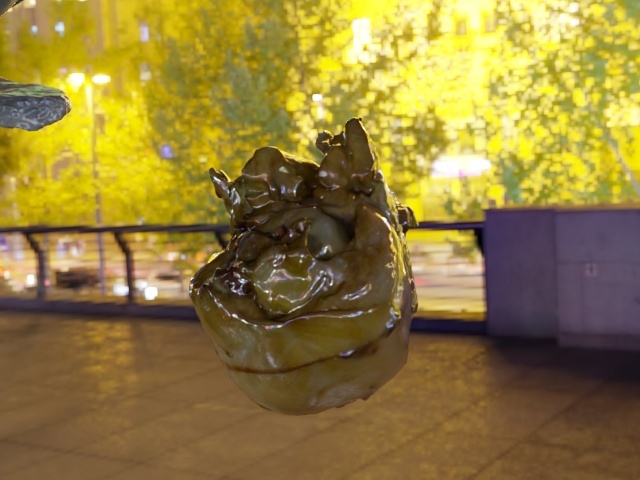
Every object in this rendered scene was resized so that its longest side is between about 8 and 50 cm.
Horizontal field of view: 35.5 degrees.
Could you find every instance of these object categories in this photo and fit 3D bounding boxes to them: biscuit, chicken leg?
[{"bbox_3d":[-0.328,-0.111,0.823,0.250,0.032,0.133,-6,20,-7],"label":"biscuit"},{"bbox_3d":[0.000,0.003,0.429,0.085,0.101,0.207,-17,9,9],"label":"chicken leg"}]

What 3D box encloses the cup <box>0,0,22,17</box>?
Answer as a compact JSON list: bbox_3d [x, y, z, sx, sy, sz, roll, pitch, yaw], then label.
[{"bbox_3d":[-0.265,-0.254,0.583,0.290,0.257,0.219,-39,51,-21],"label":"cup"}]
